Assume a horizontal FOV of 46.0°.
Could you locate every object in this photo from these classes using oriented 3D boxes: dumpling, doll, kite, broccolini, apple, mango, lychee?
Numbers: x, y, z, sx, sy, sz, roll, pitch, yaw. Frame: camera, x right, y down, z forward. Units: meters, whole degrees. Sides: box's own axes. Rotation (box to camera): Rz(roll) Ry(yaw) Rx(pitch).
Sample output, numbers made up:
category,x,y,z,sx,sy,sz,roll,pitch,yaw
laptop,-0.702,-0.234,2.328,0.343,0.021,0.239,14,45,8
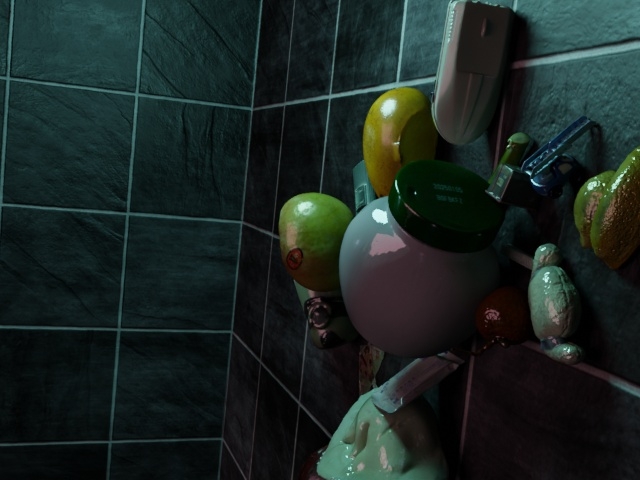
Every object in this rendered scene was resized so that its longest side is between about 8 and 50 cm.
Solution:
category,x,y,z,sx,sy,sz,roll,pitch,yaw
dumpling,0.153,0.447,1.615,0.270,0.211,0.321,-53,-3,-15
doll,0.376,0.106,1.221,0.103,0.071,0.214,122,149,-51
kite,0.134,0.359,1.938,0.250,0.012,0.229,-111,30,-47
broccolini,0.289,-0.066,1.485,0.392,0.073,0.079,111,147,-43
apple,0.000,0.000,1.927,0.261,0.193,0.261,-7,-90,-80
mango,0.179,-0.201,1.720,0.191,0.159,0.291,-157,62,-62
lychee,0.317,0.146,1.319,0.114,0.101,0.140,19,91,27

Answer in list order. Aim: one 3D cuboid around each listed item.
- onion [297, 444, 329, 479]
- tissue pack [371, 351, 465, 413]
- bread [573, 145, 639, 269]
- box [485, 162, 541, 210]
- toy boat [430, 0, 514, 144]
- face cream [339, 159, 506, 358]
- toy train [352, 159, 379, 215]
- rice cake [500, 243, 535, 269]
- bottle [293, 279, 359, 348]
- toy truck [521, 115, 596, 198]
category,x,y,z,sx,sy,sz,roll,pitch,yaw
onion,0.069,0.606,1.789,0.221,0.280,0.281,54,-172,-38
tissue pack,0.195,0.287,1.563,0.026,0.193,0.122,59,168,-16
bread,0.429,-0.060,1.124,0.149,0.065,0.188,-107,26,-54
box,0.347,-0.095,1.329,0.060,0.084,0.063,-127,52,-63
toy boat,0.285,-0.330,1.472,0.141,0.140,0.270,-122,38,-58
face cream,0.190,0.047,1.443,0.219,0.312,0.357,-46,-20,-47
toy train,0.138,-0.004,1.882,0.086,0.089,0.410,144,128,-58
rice cake,0.361,0.030,1.353,0.121,0.021,0.022,-138,50,-68
bottle,0.015,0.139,2.084,0.168,0.168,0.347,118,146,-49
toy truck,0.399,-0.135,1.232,0.136,0.074,0.063,-40,32,4
